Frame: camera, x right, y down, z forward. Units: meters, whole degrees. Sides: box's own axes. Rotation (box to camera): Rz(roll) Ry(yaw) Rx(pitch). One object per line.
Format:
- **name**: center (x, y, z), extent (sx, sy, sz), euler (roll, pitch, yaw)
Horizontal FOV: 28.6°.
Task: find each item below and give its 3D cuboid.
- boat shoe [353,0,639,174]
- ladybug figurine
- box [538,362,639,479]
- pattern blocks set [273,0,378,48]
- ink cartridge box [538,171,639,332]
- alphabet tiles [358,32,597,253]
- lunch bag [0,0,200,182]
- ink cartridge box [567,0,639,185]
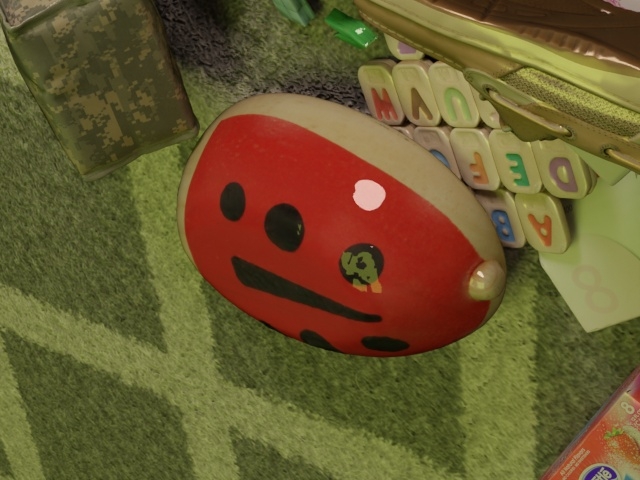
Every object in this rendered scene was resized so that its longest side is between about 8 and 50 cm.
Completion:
- **boat shoe**: center (0.159, -0.118, 0.890), extent (0.341, 0.121, 0.110), euler (28, 134, 27)
- **ladybug figurine**: center (0.000, 0.000, 1.365), extent (0.449, 0.162, 0.305), euler (15, 134, 43)
- **box**: center (0.335, 0.241, 1.307), extent (0.154, 0.142, 0.300), euler (38, 138, 13)
- **pattern blocks set**: center (-0.060, -0.307, 1.184), extent (0.325, 0.026, 0.285), euler (51, 168, -35)
- **ink cartridge box**: center (0.276, -0.036, 1.213), extent (0.232, 0.066, 0.189), euler (52, 140, -10)
- **alphabet tiles**: center (0.146, -0.114, 1.240), extent (0.284, 0.021, 0.278), euler (9, 126, 53)
- **lunch bag**: center (-0.267, -0.250, 1.399), extent (0.235, 0.168, 0.287), euler (72, 170, -47)
- **ink cartridge box**: center (0.300, -0.196, 0.951), extent (0.117, 0.201, 0.278), euler (45, 140, 5)
